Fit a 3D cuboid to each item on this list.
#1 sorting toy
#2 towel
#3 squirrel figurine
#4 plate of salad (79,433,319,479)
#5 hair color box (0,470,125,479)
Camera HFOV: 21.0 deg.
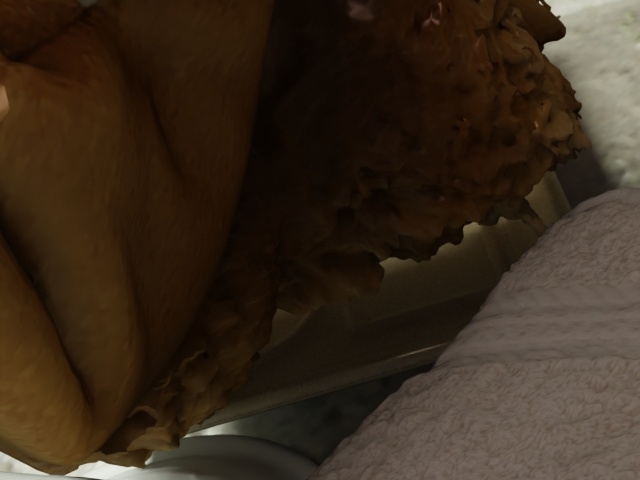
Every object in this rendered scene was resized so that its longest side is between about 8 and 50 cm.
[{"bbox_3d":[0.000,0.000,0.756,0.208,0.038,0.193,-20,40,4],"label":"sorting toy"},{"bbox_3d":[0.123,0.043,0.482,0.282,0.049,0.187,-4,30,50],"label":"towel"},{"bbox_3d":[-0.063,-0.121,0.582,0.281,0.397,0.370,22,75,31],"label":"squirrel figurine"},{"bbox_3d":[-0.071,0.155,0.645,0.200,0.048,0.200,-21,35,16],"label":"plate of salad"},{"bbox_3d":[-0.041,0.159,0.413,0.339,0.110,0.185,-5,41,42],"label":"hair color box"}]
